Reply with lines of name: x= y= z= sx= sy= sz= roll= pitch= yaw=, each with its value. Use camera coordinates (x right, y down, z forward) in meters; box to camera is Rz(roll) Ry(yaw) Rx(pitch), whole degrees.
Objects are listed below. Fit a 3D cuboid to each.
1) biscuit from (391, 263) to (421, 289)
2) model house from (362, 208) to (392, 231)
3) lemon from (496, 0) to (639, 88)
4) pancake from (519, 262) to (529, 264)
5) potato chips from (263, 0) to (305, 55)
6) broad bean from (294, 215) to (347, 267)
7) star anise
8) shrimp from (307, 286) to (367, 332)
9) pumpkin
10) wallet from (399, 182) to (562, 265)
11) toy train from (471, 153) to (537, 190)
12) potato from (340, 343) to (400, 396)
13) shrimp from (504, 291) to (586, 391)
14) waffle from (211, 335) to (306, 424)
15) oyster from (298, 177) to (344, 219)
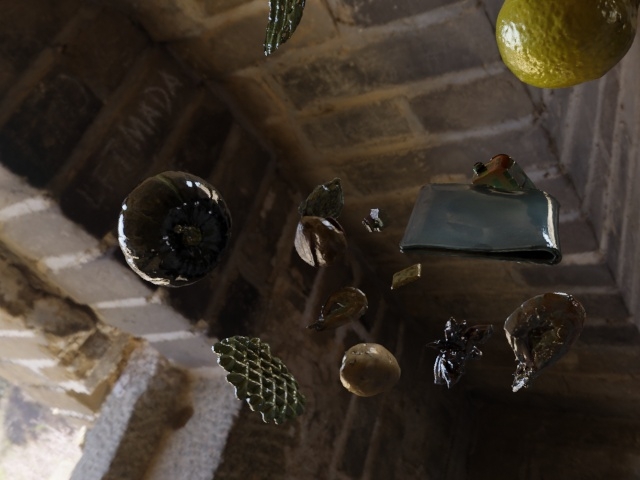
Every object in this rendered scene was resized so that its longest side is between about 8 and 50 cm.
biscuit: x=0.225 y=0.094 z=1.654 sx=0.083 sy=0.018 sz=0.081 roll=-25 pitch=15 yaw=21
model house: x=0.156 y=-0.060 z=1.794 sx=0.057 sy=0.058 sz=0.083 roll=-37 pitch=12 yaw=-10
lemon: x=0.607 y=-0.535 z=1.575 sx=0.336 sy=0.336 sz=0.336 roll=-26 pitch=36 yaw=21
pancake: x=0.621 y=0.018 z=1.915 sx=0.115 sy=0.011 sz=0.114 roll=0 pitch=91 yaw=34
potato chips: x=-0.076 y=-0.483 z=1.325 sx=0.092 sy=0.207 sz=0.028 roll=25 pitch=28 yaw=24
broad bean: x=0.001 y=-0.003 z=1.727 sx=0.122 sy=0.156 sz=0.228 roll=-33 pitch=-6 yaw=-19
star anise: x=0.415 y=0.340 z=1.917 sx=0.212 sy=0.282 sz=0.129 roll=-35 pitch=52 yaw=-25
shrimp: x=0.041 y=0.189 z=1.704 sx=0.180 sy=0.041 sz=0.099 roll=-30 pitch=75 yaw=-1
pumpkin: x=-0.401 y=-0.030 z=1.754 sx=0.241 sy=0.323 sz=0.323 roll=16 pitch=62 yaw=44
wallet: x=0.316 y=-0.037 z=1.227 sx=0.291 sy=0.054 sz=0.251 roll=6 pitch=30 yaw=16
toy train: x=0.420 y=-0.108 z=1.422 sx=0.099 sy=0.188 sz=0.072 roll=-28 pitch=22 yaw=41
potato: x=0.145 y=0.373 z=1.853 sx=0.128 sy=0.235 sz=0.161 roll=34 pitch=117 yaw=44
shrimp: x=0.503 y=0.244 z=1.502 sx=0.062 sy=0.164 sz=0.316 roll=-65 pitch=-5 yaw=-57
waffle: x=-0.163 y=0.388 z=1.793 sx=0.056 sy=0.309 sz=0.291 roll=-45 pitch=66 yaw=12
oyster: x=0.012 y=-0.115 z=2.048 sx=0.177 sy=0.124 sz=0.064 roll=-32 pitch=15 yaw=-3
